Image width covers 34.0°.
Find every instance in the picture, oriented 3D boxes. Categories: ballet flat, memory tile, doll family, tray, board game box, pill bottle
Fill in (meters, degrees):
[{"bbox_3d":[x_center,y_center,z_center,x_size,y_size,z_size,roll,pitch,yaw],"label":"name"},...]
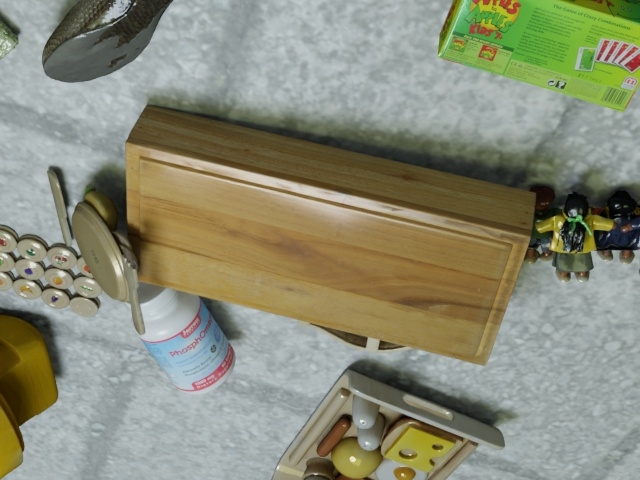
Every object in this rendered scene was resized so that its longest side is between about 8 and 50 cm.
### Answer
[{"bbox_3d":[-0.182,-0.226,0.972,0.084,0.058,0.250,1,154,-44],"label":"ballet flat"},{"bbox_3d":[-0.338,0.040,1.279,0.148,0.012,0.113,17,134,-7],"label":"memory tile"},{"bbox_3d":[0.293,-0.012,1.077,0.193,0.076,0.111,-2,129,6],"label":"doll family"},{"bbox_3d":[0.000,0.000,1.112,0.411,0.076,0.202,13,135,4],"label":"tray"},{"bbox_3d":[0.207,-0.186,0.940,0.181,0.043,0.092,15,134,-5],"label":"board game box"},{"bbox_3d":[-0.172,0.107,1.260,0.087,0.087,0.160,-11,131,20],"label":"pill bottle"}]

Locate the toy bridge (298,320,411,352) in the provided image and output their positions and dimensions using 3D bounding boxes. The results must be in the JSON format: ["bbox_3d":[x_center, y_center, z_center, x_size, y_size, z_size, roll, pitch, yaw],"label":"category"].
[{"bbox_3d":[0.066,0.108,1.261,0.188,0.026,0.063,9,137,1],"label":"toy bridge"}]

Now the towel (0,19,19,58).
[{"bbox_3d":[-0.383,-0.202,1.046,0.148,0.027,0.110,-22,127,28],"label":"towel"}]

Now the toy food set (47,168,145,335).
[{"bbox_3d":[-0.233,0.007,1.156,0.039,0.192,0.132,-28,143,-25],"label":"toy food set"}]

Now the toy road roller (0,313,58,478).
[{"bbox_3d":[-0.494,0.179,1.349,0.329,0.241,0.202,36,143,29],"label":"toy road roller"}]

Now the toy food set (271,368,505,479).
[{"bbox_3d":[0.079,0.309,1.405,0.220,0.092,0.306,22,134,-10],"label":"toy food set"}]
